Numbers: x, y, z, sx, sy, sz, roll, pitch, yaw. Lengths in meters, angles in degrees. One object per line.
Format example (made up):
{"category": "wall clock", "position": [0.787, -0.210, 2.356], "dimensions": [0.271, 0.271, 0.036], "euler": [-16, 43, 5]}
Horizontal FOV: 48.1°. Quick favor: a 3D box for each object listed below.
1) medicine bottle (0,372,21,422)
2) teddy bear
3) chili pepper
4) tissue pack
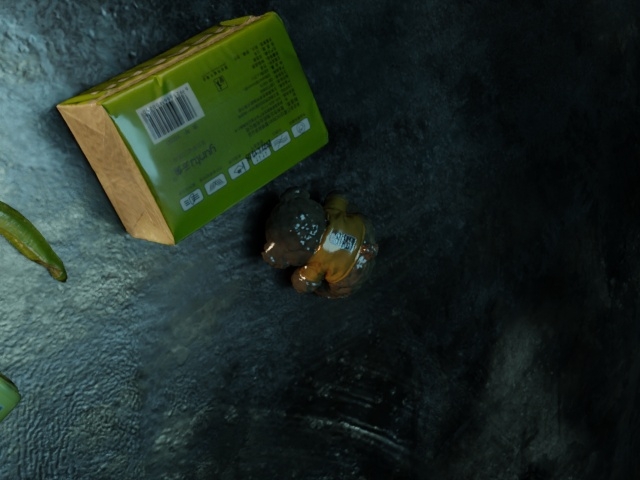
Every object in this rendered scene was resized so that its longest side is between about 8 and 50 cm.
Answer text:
{"category": "medicine bottle", "position": [-0.458, 0.228, 0.792], "dimensions": [0.239, 0.124, 0.124], "euler": [-51, 122, -21]}
{"category": "teddy bear", "position": [0.000, 0.000, 1.117], "dimensions": [0.190, 0.140, 0.177], "euler": [19, 86, -29]}
{"category": "chili pepper", "position": [-0.383, -0.016, 0.871], "dimensions": [0.208, 0.043, 0.049], "euler": [36, 60, -35]}
{"category": "tissue pack", "position": [-0.159, -0.152, 0.951], "dimensions": [0.275, 0.167, 0.200], "euler": [-38, 118, -30]}
